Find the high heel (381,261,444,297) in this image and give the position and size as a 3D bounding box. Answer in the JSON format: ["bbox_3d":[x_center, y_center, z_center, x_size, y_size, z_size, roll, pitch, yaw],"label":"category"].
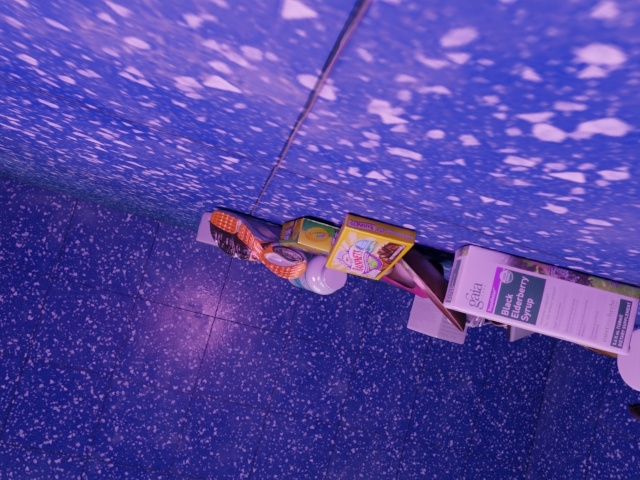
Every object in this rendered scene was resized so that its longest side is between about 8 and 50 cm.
[{"bbox_3d":[0.184,0.067,0.990,0.117,0.082,0.244,20,-179,-7],"label":"high heel"}]

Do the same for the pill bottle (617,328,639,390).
[{"bbox_3d":[0.771,0.271,0.889,0.301,0.170,0.169,16,175,-8],"label":"pill bottle"}]

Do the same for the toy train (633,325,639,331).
[{"bbox_3d":[0.800,0.267,1.090,0.080,0.105,0.184,12,174,27],"label":"toy train"}]

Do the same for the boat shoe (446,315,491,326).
[{"bbox_3d":[0.447,0.185,1.250,0.103,0.118,0.320,3,172,40],"label":"boat shoe"}]

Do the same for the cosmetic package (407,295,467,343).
[{"bbox_3d":[0.437,0.258,1.618,0.151,0.184,0.151,19,174,-32],"label":"cosmetic package"}]

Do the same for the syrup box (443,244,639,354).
[{"bbox_3d":[0.310,0.084,0.648,0.236,0.093,0.096,15,175,6],"label":"syrup box"}]

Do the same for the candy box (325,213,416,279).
[{"bbox_3d":[0.073,0.018,0.728,0.105,0.027,0.206,16,159,-1],"label":"candy box"}]

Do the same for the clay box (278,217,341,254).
[{"bbox_3d":[0.000,0.000,0.886,0.127,0.053,0.222,16,176,-14],"label":"clay box"}]

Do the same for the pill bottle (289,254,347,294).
[{"bbox_3d":[-0.011,0.115,1.613,0.146,0.147,0.264,18,174,-29],"label":"pill bottle"}]

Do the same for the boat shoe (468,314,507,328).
[{"bbox_3d":[0.388,0.137,0.961,0.324,0.097,0.116,20,173,-40],"label":"boat shoe"}]

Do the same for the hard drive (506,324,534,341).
[{"bbox_3d":[0.419,0.150,0.886,0.094,0.022,0.135,-23,141,4],"label":"hard drive"}]

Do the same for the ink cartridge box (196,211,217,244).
[{"bbox_3d":[-0.221,-0.008,1.256,0.208,0.087,0.153,21,172,-38],"label":"ink cartridge box"}]

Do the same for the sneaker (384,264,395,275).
[{"bbox_3d":[0.111,0.032,0.945,0.071,0.067,0.188,0,-172,-29],"label":"sneaker"}]

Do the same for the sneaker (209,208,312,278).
[{"bbox_3d":[-0.138,-0.003,1.065,0.262,0.099,0.121,28,-154,6],"label":"sneaker"}]

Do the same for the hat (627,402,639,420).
[{"bbox_3d":[0.545,0.155,0.513,0.330,0.134,0.331,-3,172,-1],"label":"hat"}]

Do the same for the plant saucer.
[{"bbox_3d":[0.199,0.076,0.802,0.199,0.036,0.198,50,-178,-3],"label":"plant saucer"}]

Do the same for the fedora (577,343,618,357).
[{"bbox_3d":[0.726,0.249,1.218,0.194,0.079,0.194,24,177,1],"label":"fedora"}]
